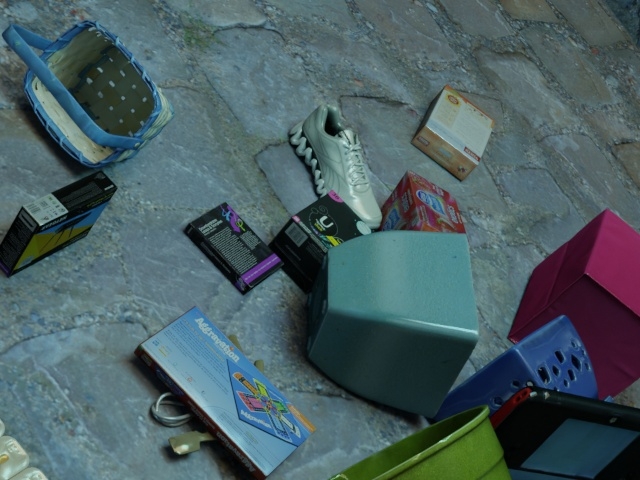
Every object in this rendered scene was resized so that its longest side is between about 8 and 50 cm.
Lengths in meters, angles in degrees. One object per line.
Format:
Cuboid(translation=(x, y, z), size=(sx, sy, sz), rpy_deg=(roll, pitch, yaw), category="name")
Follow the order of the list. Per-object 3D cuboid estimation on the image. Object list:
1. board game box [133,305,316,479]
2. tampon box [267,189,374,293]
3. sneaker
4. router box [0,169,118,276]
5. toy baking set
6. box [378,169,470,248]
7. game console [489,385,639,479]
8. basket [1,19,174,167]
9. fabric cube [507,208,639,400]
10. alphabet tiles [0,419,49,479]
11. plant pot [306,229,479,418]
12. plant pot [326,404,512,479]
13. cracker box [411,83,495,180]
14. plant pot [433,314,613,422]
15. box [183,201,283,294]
Cuboid(translation=(-0.147, 0.237, 1.719), size=(0.281, 0.027, 0.145), rpy_deg=(45, 41, 8), category="board game box")
Cuboid(translation=(0.000, 0.000, 2.063), size=(0.120, 0.101, 0.161), rpy_deg=(46, 37, 5), category="tampon box")
Cuboid(translation=(0.045, -0.151, 2.240), size=(0.110, 0.118, 0.292), rpy_deg=(-9, 61, -47), category="sneaker")
Cuboid(translation=(-0.412, -0.028, 1.707), size=(0.046, 0.133, 0.179), rpy_deg=(46, 38, 7), category="router box")
Cuboid(translation=(-0.174, 0.247, 1.736), size=(0.197, 0.030, 0.256), rpy_deg=(19, 43, -23), category="toy baking set")
Cuboid(translation=(0.199, -0.020, 2.181), size=(0.123, 0.128, 0.257), rpy_deg=(28, 23, -14), category="box")
Cuboid(translation=(0.385, 0.383, 1.830), size=(0.387, 0.342, 0.060), rpy_deg=(15, 41, -31), category="game console")
Cuboid(translation=(-0.389, -0.245, 1.857), size=(0.254, 0.201, 0.289), rpy_deg=(51, 7, 13), category="basket")
Cuboid(translation=(0.592, 0.145, 2.314), size=(0.254, 0.259, 0.258), rpy_deg=(39, 39, -5), category="fabric cube")
Cuboid(translation=(-0.482, 0.326, 1.393), size=(0.284, 0.021, 0.278), rpy_deg=(49, 38, 9), category="alphabet tiles")
Cuboid(translation=(0.111, 0.131, 1.934), size=(0.252, 0.247, 0.247), rpy_deg=(10, 45, -10), category="plant pot")
Cuboid(translation=(0.161, 0.479, 1.578), size=(0.367, 0.366, 0.352), rpy_deg=(-20, 80, -49), category="plant pot")
Cuboid(translation=(0.321, -0.261, 2.627), size=(0.156, 0.067, 0.232), rpy_deg=(37, 37, -5), category="cracker box")
Cuboid(translation=(0.380, 0.302, 1.994), size=(0.236, 0.236, 0.212), rpy_deg=(-18, 70, -53), category="plant pot")
Cuboid(translation=(-0.156, 0.012, 1.978), size=(0.162, 0.029, 0.116), rpy_deg=(47, 37, 5), category="box")
